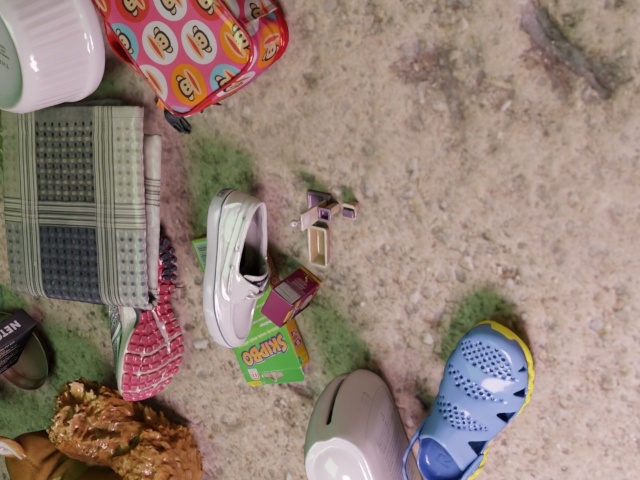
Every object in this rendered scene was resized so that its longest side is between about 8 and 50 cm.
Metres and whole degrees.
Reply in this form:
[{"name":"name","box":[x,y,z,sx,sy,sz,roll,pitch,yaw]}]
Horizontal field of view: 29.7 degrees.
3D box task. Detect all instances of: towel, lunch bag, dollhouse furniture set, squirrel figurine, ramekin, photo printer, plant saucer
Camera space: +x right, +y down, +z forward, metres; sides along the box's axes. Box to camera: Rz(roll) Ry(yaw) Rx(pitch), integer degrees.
[{"name":"towel","box":[-0.380,-0.062,1.917,0.312,0.056,0.324,4,99,33]},{"name":"lunch bag","box":[-0.207,-0.324,1.694,0.258,0.120,0.293,-30,95,42]},{"name":"dollhouse furniture set","box":[0.000,0.000,1.738,0.091,0.081,0.114,15,121,30]},{"name":"squirrel figurine","box":[-0.405,0.418,2.173,0.370,0.281,0.397,33,113,32]},{"name":"ramekin","box":[-0.450,-0.313,1.783,0.273,0.127,0.272,30,137,33]},{"name":"photo printer","box":[0.072,0.352,1.760,0.107,0.256,0.307,-16,105,16]},{"name":"plant saucer","box":[-0.572,0.206,2.296,0.168,0.029,0.168,16,121,29]}]

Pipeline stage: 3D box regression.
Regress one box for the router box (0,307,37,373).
[{"name":"router box","box":[-0.605,0.213,2.184,0.046,0.179,0.133,42,130,8]}]

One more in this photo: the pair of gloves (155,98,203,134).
[{"name":"pair of gloves","box":[-0.213,-0.205,1.834,0.074,0.010,0.083,45,132,8]}]

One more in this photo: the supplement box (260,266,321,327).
[{"name":"supplement box","box":[-0.044,0.085,1.813,0.043,0.083,0.055,40,131,13]}]

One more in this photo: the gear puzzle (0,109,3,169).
[{"name":"gear puzzle","box":[-0.488,-0.250,1.994,0.175,0.044,0.339,26,123,25]}]

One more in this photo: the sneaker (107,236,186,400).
[{"name":"sneaker","box":[-0.299,0.122,2.003,0.112,0.121,0.299,19,111,46]}]

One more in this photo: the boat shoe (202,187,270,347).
[{"name":"boat shoe","box":[-0.119,0.052,1.802,0.084,0.095,0.258,16,121,31]}]

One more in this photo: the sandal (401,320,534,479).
[{"name":"sandal","box":[0.200,0.253,1.691,0.126,0.138,0.317,30,126,22]}]

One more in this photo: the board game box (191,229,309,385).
[{"name":"board game box","box":[-0.106,0.106,1.901,0.124,0.039,0.259,-10,104,37]}]
